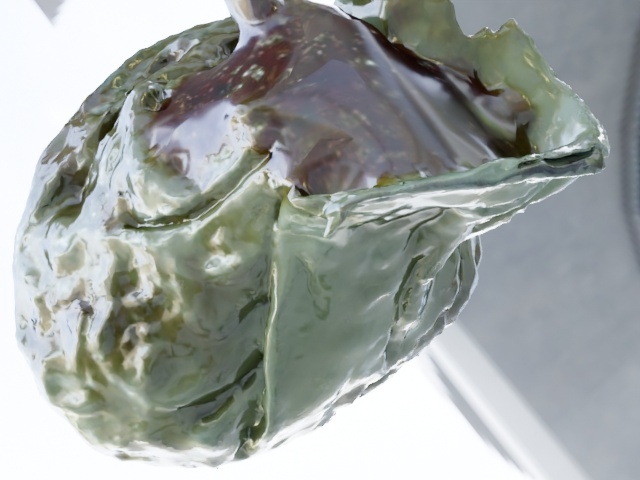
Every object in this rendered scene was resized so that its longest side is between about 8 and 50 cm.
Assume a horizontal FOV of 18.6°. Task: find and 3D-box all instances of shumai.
[{"bbox_3d":[0.000,0.000,1.145,0.330,0.288,0.292,-41,-63,-24],"label":"shumai"}]
